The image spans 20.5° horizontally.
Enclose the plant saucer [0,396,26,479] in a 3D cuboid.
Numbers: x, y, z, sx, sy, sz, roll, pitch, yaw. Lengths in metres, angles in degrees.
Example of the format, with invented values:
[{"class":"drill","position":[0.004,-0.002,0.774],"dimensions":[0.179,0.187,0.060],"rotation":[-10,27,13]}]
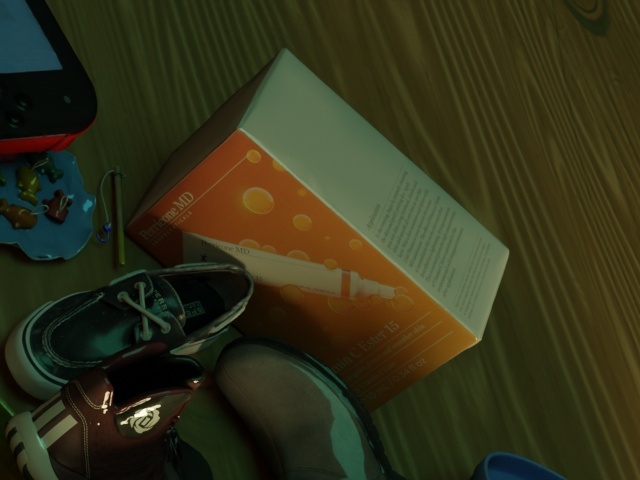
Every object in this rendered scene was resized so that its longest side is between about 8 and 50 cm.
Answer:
[{"class":"plant saucer","position":[-0.296,0.247,1.553],"dimensions":[0.188,0.045,0.188],"rotation":[48,38,-4]}]

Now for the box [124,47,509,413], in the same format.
[{"class":"box","position":[0.000,0.000,1.925],"dimensions":[0.345,0.215,0.168],"rotation":[41,38,-13]}]

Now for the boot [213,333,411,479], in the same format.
[{"class":"boot","position":[-0.020,0.266,1.776],"dimensions":[0.338,0.118,0.223],"rotation":[46,42,1]}]

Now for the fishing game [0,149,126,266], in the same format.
[{"class":"fishing game","position":[-0.305,-0.063,1.809],"dimensions":[0.264,0.041,0.189],"rotation":[25,41,-30]}]

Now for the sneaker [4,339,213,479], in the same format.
[{"class":"sneaker","position":[-0.145,0.174,1.623],"dimensions":[0.106,0.162,0.281],"rotation":[57,17,28]}]

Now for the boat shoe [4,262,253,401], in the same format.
[{"class":"boat shoe","position":[-0.181,0.080,1.764],"dimensions":[0.301,0.102,0.108],"rotation":[-12,69,-50]}]

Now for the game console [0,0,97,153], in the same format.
[{"class":"game console","position":[-0.427,-0.242,1.781],"dimensions":[0.342,0.060,0.386],"rotation":[-6,57,-48]}]

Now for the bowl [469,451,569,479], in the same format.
[{"class":"bowl","position":[0.309,0.385,1.909],"dimensions":[0.391,0.077,0.391],"rotation":[35,12,-9]}]
